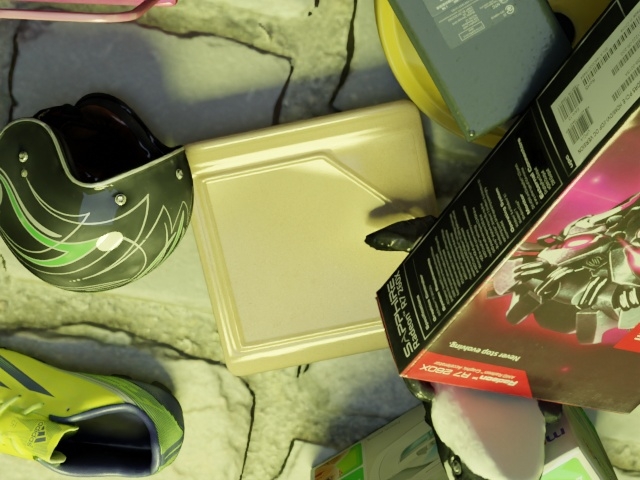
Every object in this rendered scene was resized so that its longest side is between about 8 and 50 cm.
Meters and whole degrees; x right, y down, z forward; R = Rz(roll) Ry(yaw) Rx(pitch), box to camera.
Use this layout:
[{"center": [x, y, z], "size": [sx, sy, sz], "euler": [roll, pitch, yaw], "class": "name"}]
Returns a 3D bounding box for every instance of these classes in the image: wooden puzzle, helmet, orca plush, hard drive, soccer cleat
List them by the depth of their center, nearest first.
[{"center": [0.110, -0.147, 0.889], "size": [0.094, 0.022, 0.135], "euler": [-29, 104, 9], "class": "hard drive"}, {"center": [0.096, 0.111, 1.073], "size": [0.151, 0.287, 0.102], "euler": [0, 138, -37], "class": "orca plush"}, {"center": [-0.192, -0.035, 1.104], "size": [0.161, 0.169, 0.169], "euler": [41, 104, 7], "class": "helmet"}, {"center": [0.000, 0.000, 1.179], "size": [0.221, 0.044, 0.239], "euler": [-11, 112, 4], "class": "wooden puzzle"}, {"center": [-0.269, 0.162, 1.188], "size": [0.289, 0.121, 0.093], "euler": [7, 108, -1], "class": "soccer cleat"}]

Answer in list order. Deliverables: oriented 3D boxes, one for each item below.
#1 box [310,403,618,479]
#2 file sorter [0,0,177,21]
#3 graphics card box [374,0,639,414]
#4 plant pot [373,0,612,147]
[{"center": [0.129, 0.242, 1.151], "size": [0.262, 0.231, 0.127], "euler": [-32, 105, 11], "class": "box"}, {"center": [-0.221, -0.322, 1.004], "size": [0.202, 0.182, 0.291], "euler": [3, 107, 0], "class": "file sorter"}, {"center": [0.230, -0.021, 0.924], "size": [0.233, 0.094, 0.371], "euler": [13, 133, -27], "class": "graphics card box"}, {"center": [0.168, -0.181, 1.015], "size": [0.254, 0.239, 0.254], "euler": [0, 108, 1], "class": "plant pot"}]
